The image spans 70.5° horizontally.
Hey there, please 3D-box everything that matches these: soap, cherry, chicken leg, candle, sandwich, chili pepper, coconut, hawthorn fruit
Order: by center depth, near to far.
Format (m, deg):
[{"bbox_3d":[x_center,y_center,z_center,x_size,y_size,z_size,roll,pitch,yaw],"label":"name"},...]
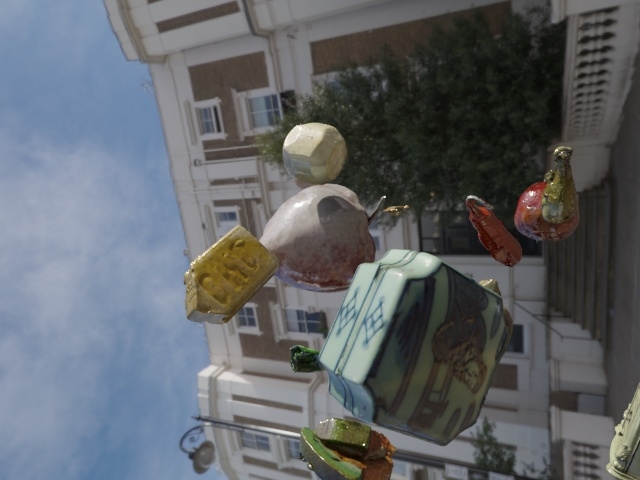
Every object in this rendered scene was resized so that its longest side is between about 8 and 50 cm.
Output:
[{"bbox_3d":[0.283,-0.015,0.745,0.162,0.053,0.048,43,-176,-26],"label":"candle"},{"bbox_3d":[0.479,-0.113,0.911,0.093,0.070,0.178,-95,-14,-47],"label":"chicken leg"},{"bbox_3d":[0.553,-0.079,1.109,0.148,0.148,0.172,25,-106,-63],"label":"hawthorn fruit"},{"bbox_3d":[-0.234,0.094,1.114,0.160,0.080,0.257,42,-131,1],"label":"soap"},{"bbox_3d":[-0.022,-0.229,1.184,0.161,0.162,0.161,-48,-29,-38],"label":"coconut"},{"bbox_3d":[-0.002,-0.013,1.325,0.291,0.334,0.326,104,175,-72],"label":"cherry"},{"bbox_3d":[0.112,0.620,1.344,0.301,0.250,0.162,16,-84,-36],"label":"sandwich"},{"bbox_3d":[-0.020,0.473,1.765,0.062,0.216,0.108,-97,25,-72],"label":"chili pepper"}]

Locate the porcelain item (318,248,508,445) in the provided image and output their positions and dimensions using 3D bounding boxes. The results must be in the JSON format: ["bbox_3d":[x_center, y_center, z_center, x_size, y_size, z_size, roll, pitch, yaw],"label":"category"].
[{"bbox_3d":[0.164,0.177,0.764,0.285,0.157,0.281,30,-99,-28],"label":"porcelain item"}]

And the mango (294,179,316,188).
[{"bbox_3d":[-0.018,-0.253,1.598,0.141,0.217,0.102,-33,-92,-46],"label":"mango"}]

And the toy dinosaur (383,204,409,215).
[{"bbox_3d":[0.265,-0.115,1.772,0.126,0.162,0.039,-5,-86,-28],"label":"toy dinosaur"}]

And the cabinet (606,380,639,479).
[{"bbox_3d":[0.924,0.463,1.167,0.290,0.227,0.318,-9,-67,-52],"label":"cabinet"}]

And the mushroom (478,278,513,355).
[{"bbox_3d":[0.375,0.254,1.117,0.292,0.212,0.217,-29,-82,-23],"label":"mushroom"}]
